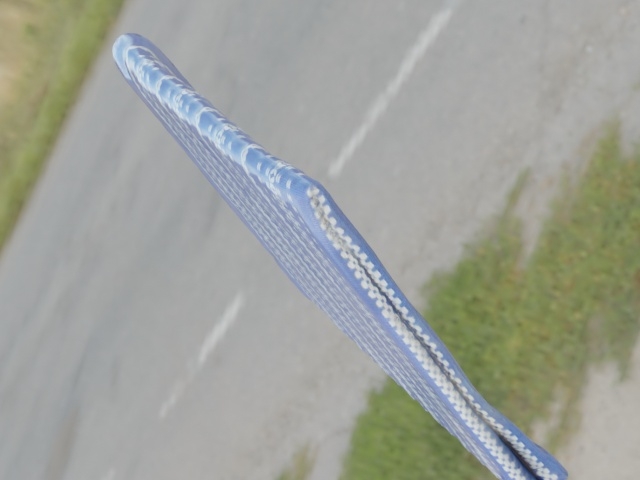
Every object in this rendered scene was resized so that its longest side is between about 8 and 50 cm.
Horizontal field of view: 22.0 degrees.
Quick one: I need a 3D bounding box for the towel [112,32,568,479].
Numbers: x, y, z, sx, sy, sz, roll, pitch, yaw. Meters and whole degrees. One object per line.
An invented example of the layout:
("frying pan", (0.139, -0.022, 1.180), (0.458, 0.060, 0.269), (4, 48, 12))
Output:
("towel", (0.000, 0.000, 0.951), (0.040, 0.243, 0.336), (-42, 29, -4))
